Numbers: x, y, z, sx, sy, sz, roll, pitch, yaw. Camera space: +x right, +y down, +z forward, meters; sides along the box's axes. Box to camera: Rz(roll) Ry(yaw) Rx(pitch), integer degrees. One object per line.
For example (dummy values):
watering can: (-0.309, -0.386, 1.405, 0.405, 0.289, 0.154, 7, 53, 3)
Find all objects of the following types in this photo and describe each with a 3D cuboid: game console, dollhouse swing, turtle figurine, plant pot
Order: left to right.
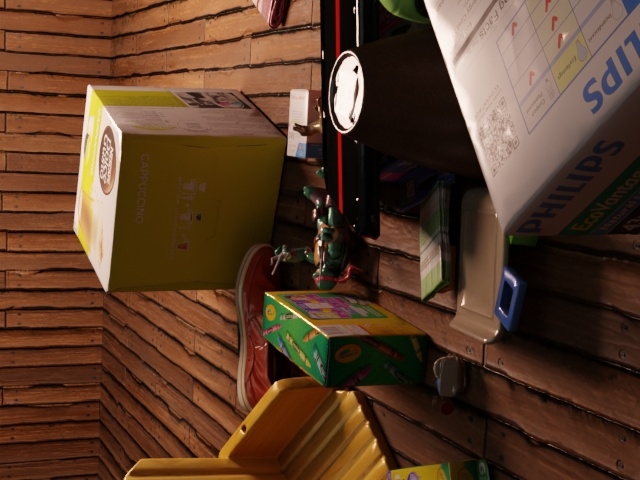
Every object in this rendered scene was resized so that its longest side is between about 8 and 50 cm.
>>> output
dollhouse swing: (-0.098, 0.395, 1.790, 0.315, 0.305, 0.347, -53, 38, 24)
turtle figurine: (0.000, 0.000, 1.914, 0.175, 0.118, 0.234, -28, 46, 45)
game console: (0.052, -0.222, 1.689, 0.342, 0.060, 0.387, -124, 31, -73)
plant pot: (0.136, -0.185, 1.460, 0.215, 0.230, 0.215, 180, 90, -67)

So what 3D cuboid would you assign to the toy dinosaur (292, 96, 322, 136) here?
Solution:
toy dinosaur: (0.032, -0.193, 1.934, 0.183, 0.053, 0.093, 26, 117, 40)

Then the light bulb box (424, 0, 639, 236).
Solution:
light bulb box: (0.298, -0.243, 1.094, 0.358, 0.225, 0.361, 124, 139, -51)

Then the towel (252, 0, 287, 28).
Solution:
towel: (-0.117, -0.607, 2.293, 0.329, 0.037, 0.237, -118, 34, -50)

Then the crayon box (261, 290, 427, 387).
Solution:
crayon box: (0.031, 0.149, 1.778, 0.278, 0.165, 0.081, -152, 65, -64)

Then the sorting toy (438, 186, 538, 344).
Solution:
sorting toy: (0.222, 0.029, 1.468, 0.347, 0.047, 0.196, -161, 77, -79)

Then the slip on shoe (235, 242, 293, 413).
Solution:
slip on shoe: (-0.096, 0.167, 2.168, 0.101, 0.123, 0.331, -10, 73, 34)

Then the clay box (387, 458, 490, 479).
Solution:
clay box: (0.170, 0.381, 1.596, 0.222, 0.053, 0.127, 146, 121, -63)

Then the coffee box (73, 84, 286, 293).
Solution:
coffee box: (-0.300, -0.112, 2.325, 0.334, 0.338, 0.338, -133, 47, -57)

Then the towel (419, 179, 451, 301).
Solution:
towel: (0.166, 0.002, 1.611, 0.113, 0.023, 0.152, 119, 153, -70)

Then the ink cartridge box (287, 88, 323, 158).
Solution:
ink cartridge box: (-0.020, -0.212, 2.040, 0.088, 0.052, 0.123, -161, 72, -65)

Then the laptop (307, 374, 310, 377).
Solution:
laptop: (-0.055, 0.411, 2.005, 0.234, 0.136, 0.264, -121, 33, -50)

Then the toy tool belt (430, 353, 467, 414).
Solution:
toy tool belt: (0.181, 0.203, 1.591, 0.051, 0.052, 0.083, 16, -103, -82)

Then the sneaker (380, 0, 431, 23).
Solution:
sneaker: (0.217, -0.484, 1.340, 0.185, 0.202, 0.483, -96, 23, -56)

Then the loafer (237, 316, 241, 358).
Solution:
loafer: (-0.135, 0.234, 2.269, 0.078, 0.076, 0.223, -34, 62, 53)

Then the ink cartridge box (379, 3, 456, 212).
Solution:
ink cartridge box: (0.127, -0.213, 1.697, 0.186, 0.065, 0.311, 151, 115, -64)
